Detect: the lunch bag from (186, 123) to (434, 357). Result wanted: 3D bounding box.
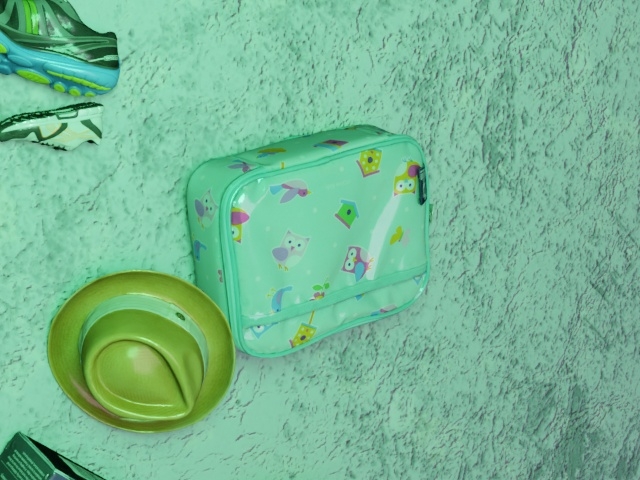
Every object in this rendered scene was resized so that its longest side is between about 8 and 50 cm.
[{"bbox_3d":[0.000,0.000,1.208,0.279,0.108,0.224,-16,111,-31],"label":"lunch bag"}]

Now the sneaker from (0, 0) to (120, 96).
[{"bbox_3d":[-0.269,-0.192,1.004,0.188,0.067,0.078,19,64,-31],"label":"sneaker"}]

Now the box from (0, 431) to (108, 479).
[{"bbox_3d":[-0.286,0.322,1.100,0.153,0.108,0.207,40,79,-36],"label":"box"}]

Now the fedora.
[{"bbox_3d":[-0.176,0.125,1.102,0.194,0.079,0.194,-3,112,-7],"label":"fedora"}]

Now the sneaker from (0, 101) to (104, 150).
[{"bbox_3d":[-0.253,-0.102,1.047,0.109,0.040,0.043,-13,112,-31],"label":"sneaker"}]
